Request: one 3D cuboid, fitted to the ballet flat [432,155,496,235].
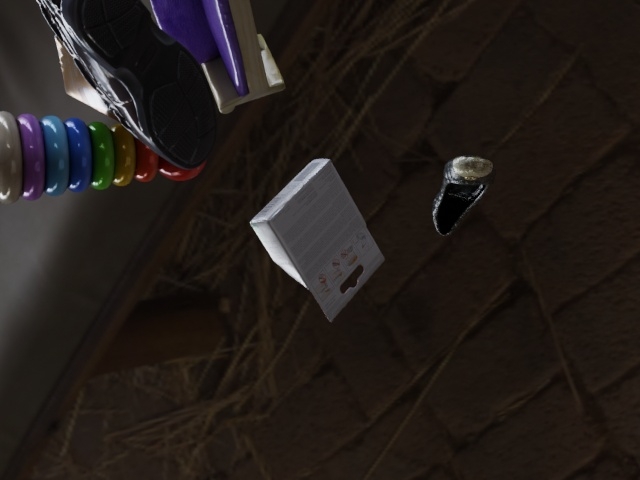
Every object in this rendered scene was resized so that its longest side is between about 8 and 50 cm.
[{"bbox_3d":[0.160,-0.052,1.193,0.173,0.058,0.049,96,-176,-71],"label":"ballet flat"}]

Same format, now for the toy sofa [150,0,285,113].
[{"bbox_3d":[-0.181,-0.378,1.666,0.362,0.177,0.150,79,169,-49],"label":"toy sofa"}]

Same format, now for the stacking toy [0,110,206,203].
[{"bbox_3d":[-0.338,-0.137,1.665,0.141,0.330,0.141,175,90,-67],"label":"stacking toy"}]

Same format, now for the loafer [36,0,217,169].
[{"bbox_3d":[-0.214,-0.197,1.213,0.095,0.302,0.109,23,70,34],"label":"loafer"}]

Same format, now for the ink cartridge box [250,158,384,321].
[{"bbox_3d":[0.000,0.000,1.851,0.056,0.181,0.224,1,129,47],"label":"ink cartridge box"}]

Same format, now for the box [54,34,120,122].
[{"bbox_3d":[-0.304,-0.258,1.633,0.171,0.091,0.130,28,147,17],"label":"box"}]
